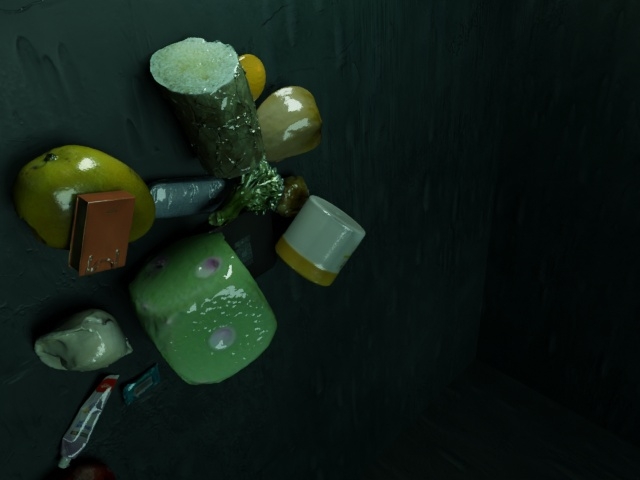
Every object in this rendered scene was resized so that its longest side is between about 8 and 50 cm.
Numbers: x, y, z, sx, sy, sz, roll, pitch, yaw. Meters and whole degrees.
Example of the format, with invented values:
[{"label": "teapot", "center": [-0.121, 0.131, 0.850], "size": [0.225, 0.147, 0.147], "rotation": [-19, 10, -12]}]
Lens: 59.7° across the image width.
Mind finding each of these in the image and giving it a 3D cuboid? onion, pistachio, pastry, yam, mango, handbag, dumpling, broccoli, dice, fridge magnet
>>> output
[{"label": "onion", "center": [-0.722, 0.825, 1.696], "size": [0.272, 0.195, 0.272], "rotation": [-39, 142, -40]}, {"label": "pistachio", "center": [-0.119, -0.360, 1.746], "size": [0.260, 0.163, 0.213], "rotation": [-28, 111, -19]}, {"label": "pastry", "center": [-0.103, -0.154, 1.934], "size": [0.153, 0.081, 0.153], "rotation": [-28, 136, -30]}, {"label": "yam", "center": [-0.285, -0.344, 1.500], "size": [0.241, 0.241, 0.348], "rotation": [-44, 141, -23]}, {"label": "mango", "center": [-0.558, -0.089, 1.364], "size": [0.365, 0.182, 0.253], "rotation": [23, 93, -52]}, {"label": "handbag", "center": [-0.506, -0.016, 1.289], "size": [0.127, 0.063, 0.190], "rotation": [-16, 129, -55]}, {"label": "dumpling", "center": [-0.648, 0.299, 1.525], "size": [0.227, 0.175, 0.243], "rotation": [-25, 120, 0]}, {"label": "broccoli", "center": [-0.219, -0.154, 1.666], "size": [0.275, 0.177, 0.198], "rotation": [-34, 149, -59]}, {"label": "dice", "center": [-0.340, 0.191, 1.614], "size": [0.318, 0.330, 0.322], "rotation": [-33, 131, -11]}, {"label": "fridge magnet", "center": [-0.220, -0.472, 1.631], "size": [0.143, 0.063, 0.143], "rotation": [-29, 132, -37]}]

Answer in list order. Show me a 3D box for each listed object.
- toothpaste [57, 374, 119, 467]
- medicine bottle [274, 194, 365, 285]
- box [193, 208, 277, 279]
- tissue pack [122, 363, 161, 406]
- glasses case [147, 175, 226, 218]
[{"label": "toothpaste", "center": [-0.702, 0.540, 1.675], "size": [0.075, 0.048, 0.301], "rotation": [33, 83, -48]}, {"label": "medicine bottle", "center": [0.000, 0.000, 1.920], "size": [0.232, 0.238, 0.238], "rotation": [-54, 143, 11]}, {"label": "box", "center": [-0.275, 0.029, 1.848], "size": [0.290, 0.073, 0.289], "rotation": [-33, 134, -33]}, {"label": "tissue pack", "center": [-0.576, 0.463, 1.790], "size": [0.138, 0.028, 0.085], "rotation": [-32, 136, -40]}, {"label": "glasses case", "center": [-0.391, -0.128, 1.628], "size": [0.282, 0.067, 0.109], "rotation": [-13, 119, -49]}]
